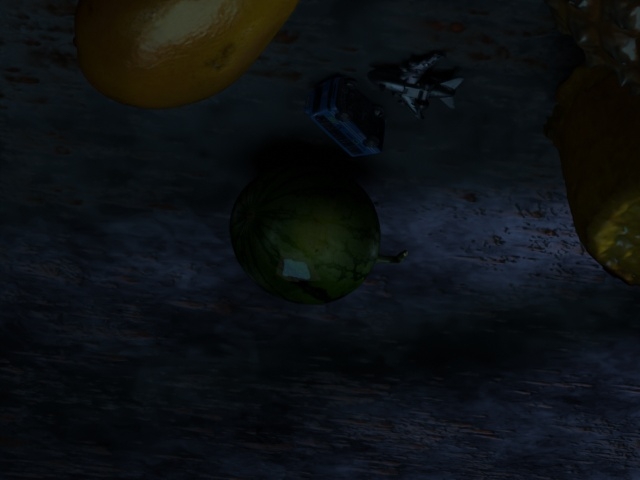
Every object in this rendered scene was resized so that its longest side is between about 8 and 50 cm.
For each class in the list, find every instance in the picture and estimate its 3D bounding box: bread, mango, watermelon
[{"bbox_3d":[0.373,-0.057,1.302,0.358,0.204,0.337,22,152,-31],"label":"bread"},{"bbox_3d":[-0.104,-0.186,1.257,0.219,0.112,0.145,-29,137,29],"label":"mango"},{"bbox_3d":[0.000,0.000,1.535,0.187,0.141,0.140,24,146,-38],"label":"watermelon"}]

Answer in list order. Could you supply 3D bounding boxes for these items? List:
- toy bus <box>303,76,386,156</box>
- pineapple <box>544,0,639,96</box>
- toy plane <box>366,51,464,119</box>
[{"bbox_3d":[0.024,-0.112,1.431,0.046,0.038,0.083,-11,147,33],"label":"toy bus"},{"bbox_3d":[0.328,-0.122,1.072,0.361,0.175,0.175,36,148,0],"label":"pineapple"},{"bbox_3d":[0.082,-0.137,1.384,0.083,0.031,0.078,7,136,-7],"label":"toy plane"}]
